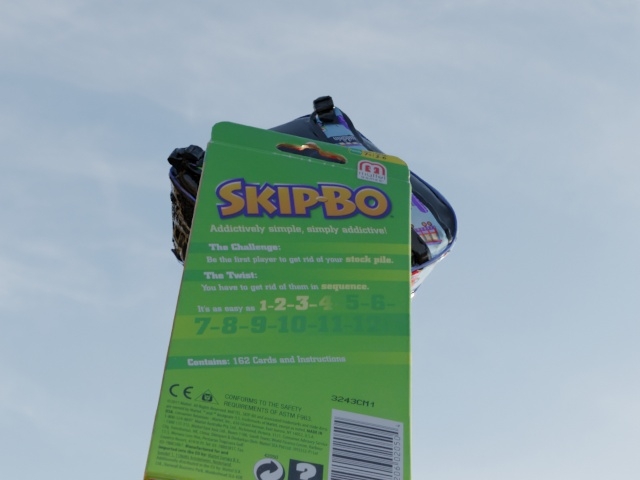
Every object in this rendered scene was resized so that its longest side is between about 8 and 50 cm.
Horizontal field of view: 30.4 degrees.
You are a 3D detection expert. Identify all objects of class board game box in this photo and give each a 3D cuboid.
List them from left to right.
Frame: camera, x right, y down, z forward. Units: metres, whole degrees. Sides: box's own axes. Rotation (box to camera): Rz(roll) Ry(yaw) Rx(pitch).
[{"bbox_3d":[-0.014,0.035,0.627,0.124,0.259,0.039,12,-44,-7],"label":"board game box"}]

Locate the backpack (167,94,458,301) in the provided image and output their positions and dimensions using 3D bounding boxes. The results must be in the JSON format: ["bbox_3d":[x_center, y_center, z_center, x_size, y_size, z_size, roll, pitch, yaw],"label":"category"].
[{"bbox_3d":[0.000,0.000,0.793,0.173,0.158,0.117,39,-42,35],"label":"backpack"}]
